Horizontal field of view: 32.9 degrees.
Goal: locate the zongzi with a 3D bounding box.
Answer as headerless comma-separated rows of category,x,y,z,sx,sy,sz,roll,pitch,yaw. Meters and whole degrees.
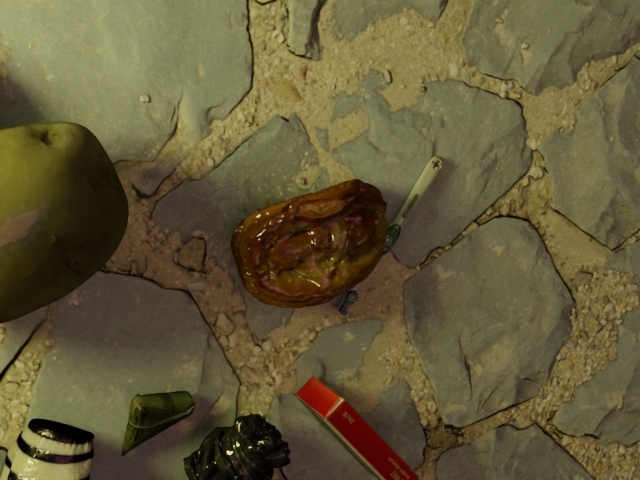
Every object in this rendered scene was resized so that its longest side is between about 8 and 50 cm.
zongzi,-0.253,0.289,1.694,0.104,0.052,0.113,2,118,-29

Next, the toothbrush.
toothbrush,0.113,-0.008,1.766,0.030,0.030,0.304,33,89,-27

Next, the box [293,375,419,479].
box,0.062,0.326,1.789,0.050,0.123,0.229,-46,116,-9

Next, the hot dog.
hot dog,-0.001,0.002,1.671,0.259,0.114,0.175,-22,112,-14

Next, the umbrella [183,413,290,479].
umbrella,-0.194,0.412,1.704,0.336,0.128,0.154,-40,138,-3

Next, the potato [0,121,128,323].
potato,-0.415,-0.018,1.431,0.326,0.221,0.243,-26,157,-12

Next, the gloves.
gloves,-0.413,0.381,1.611,0.140,0.131,0.219,14,90,-23
